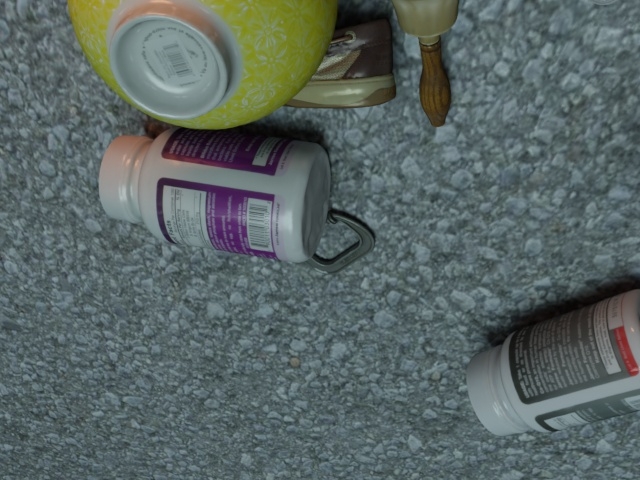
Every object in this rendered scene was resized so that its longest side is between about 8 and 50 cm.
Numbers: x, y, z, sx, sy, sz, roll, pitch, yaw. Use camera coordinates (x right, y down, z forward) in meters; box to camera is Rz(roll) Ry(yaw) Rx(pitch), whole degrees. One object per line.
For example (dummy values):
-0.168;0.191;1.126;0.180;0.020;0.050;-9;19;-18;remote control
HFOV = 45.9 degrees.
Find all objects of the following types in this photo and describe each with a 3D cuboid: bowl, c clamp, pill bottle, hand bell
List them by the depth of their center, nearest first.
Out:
-0.134;-0.213;0.765;0.289;0.156;0.289;5;135;5;bowl
0.129;-0.227;0.888;0.126;0.126;0.242;5;145;17;hand bell
-0.149;-0.071;1.069;0.301;0.169;0.169;9;133;13;pill bottle
0.370;0.190;1.115;0.283;0.161;0.161;-27;117;37;pill bottle
0.000;0.000;1.179;0.160;0.022;0.137;-29;116;38;c clamp

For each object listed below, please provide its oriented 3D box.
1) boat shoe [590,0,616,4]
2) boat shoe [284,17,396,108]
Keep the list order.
0.262;-0.314;0.763;0.066;0.063;0.184;-12;125;30;boat shoe
-0.074;-0.234;0.942;0.342;0.123;0.123;6;113;20;boat shoe
